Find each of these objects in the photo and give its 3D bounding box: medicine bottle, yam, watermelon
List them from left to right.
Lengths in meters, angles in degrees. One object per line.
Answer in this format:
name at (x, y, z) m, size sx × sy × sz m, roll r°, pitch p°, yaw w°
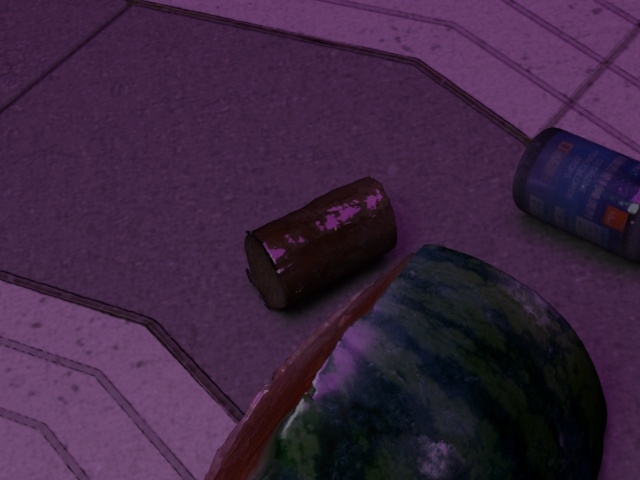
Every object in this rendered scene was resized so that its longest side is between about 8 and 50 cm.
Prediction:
yam at (0.001, 0.003, 1.208) m, size 0.127 × 0.084 × 0.084 m, roll -24°, pitch 49°, yaw -16°
watermelon at (0.028, 0.145, 0.989) m, size 0.319 × 0.222 × 0.292 m, roll 9°, pitch 47°, yaw 18°
medicine bottle at (0.269, -0.026, 1.184) m, size 0.203 × 0.083 × 0.083 m, roll 27°, pitch 58°, yaw 28°
